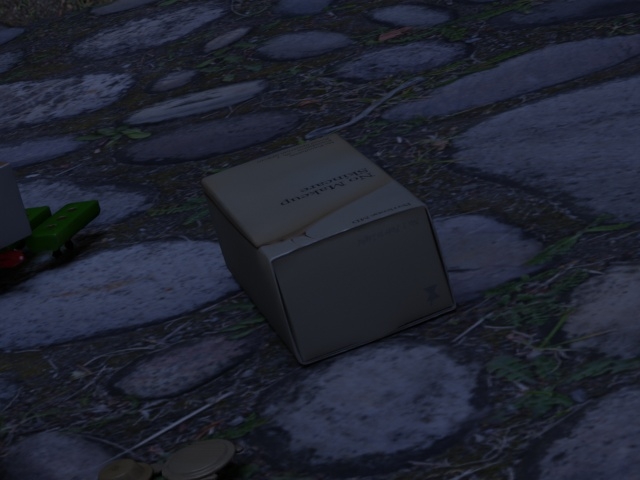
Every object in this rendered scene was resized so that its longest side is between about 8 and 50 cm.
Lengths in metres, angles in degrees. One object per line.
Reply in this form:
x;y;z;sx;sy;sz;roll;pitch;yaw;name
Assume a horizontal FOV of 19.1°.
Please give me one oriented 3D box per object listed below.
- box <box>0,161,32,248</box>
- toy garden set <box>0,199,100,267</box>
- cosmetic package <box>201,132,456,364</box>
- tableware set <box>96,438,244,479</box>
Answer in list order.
-0.435;-0.029;2.154;0.130;0.091;0.170;-30;24;-38;box
-0.400;0.025;2.196;0.244;0.049;0.204;-6;20;25;toy garden set
0.000;0.000;1.841;0.160;0.113;0.309;-20;19;-10;cosmetic package
-0.146;0.208;1.528;0.141;0.020;0.168;-8;22;27;tableware set
